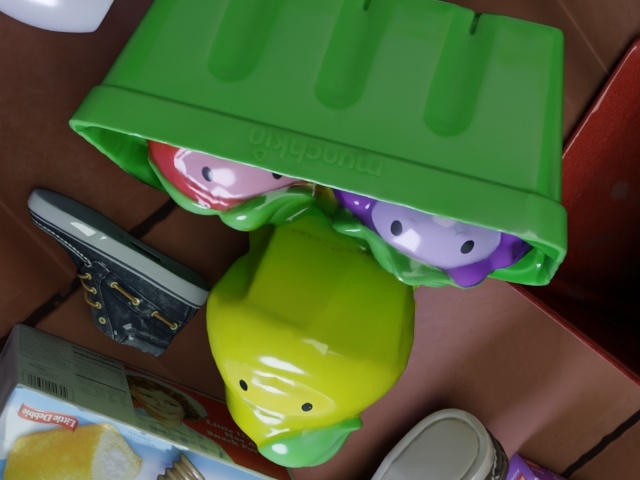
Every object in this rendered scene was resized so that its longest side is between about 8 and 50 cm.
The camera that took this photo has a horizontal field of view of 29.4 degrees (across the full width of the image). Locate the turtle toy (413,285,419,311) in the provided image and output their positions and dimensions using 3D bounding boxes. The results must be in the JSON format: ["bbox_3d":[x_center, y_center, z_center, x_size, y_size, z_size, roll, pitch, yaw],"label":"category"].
[{"bbox_3d":[0.050,0.031,1.125,0.095,0.066,0.130,30,101,-44],"label":"turtle toy"}]

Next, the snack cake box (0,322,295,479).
[{"bbox_3d":[-0.164,0.179,1.075,0.264,0.152,0.089,24,98,-19],"label":"snack cake box"}]

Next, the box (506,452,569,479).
[{"bbox_3d":[0.213,0.391,1.285,0.201,0.057,0.293,29,99,-21],"label":"box"}]

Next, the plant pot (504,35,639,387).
[{"bbox_3d":[0.369,0.010,1.108,0.235,0.267,0.267,28,99,-33],"label":"plant pot"}]

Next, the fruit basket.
[{"bbox_3d":[0.000,0.000,0.957,0.392,0.283,0.392,-1,81,6],"label":"fruit basket"}]

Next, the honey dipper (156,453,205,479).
[{"bbox_3d":[-0.161,0.237,0.979,0.160,0.030,0.030,-43,112,-11],"label":"honey dipper"}]

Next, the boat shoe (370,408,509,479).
[{"bbox_3d":[0.050,0.300,1.190,0.324,0.116,0.097,-43,140,1],"label":"boat shoe"}]

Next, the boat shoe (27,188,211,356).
[{"bbox_3d":[-0.191,0.032,1.068,0.183,0.065,0.083,33,98,-21],"label":"boat shoe"}]

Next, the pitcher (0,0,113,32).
[{"bbox_3d":[-0.233,-0.259,0.915,0.207,0.125,0.178,29,142,-17],"label":"pitcher"}]
